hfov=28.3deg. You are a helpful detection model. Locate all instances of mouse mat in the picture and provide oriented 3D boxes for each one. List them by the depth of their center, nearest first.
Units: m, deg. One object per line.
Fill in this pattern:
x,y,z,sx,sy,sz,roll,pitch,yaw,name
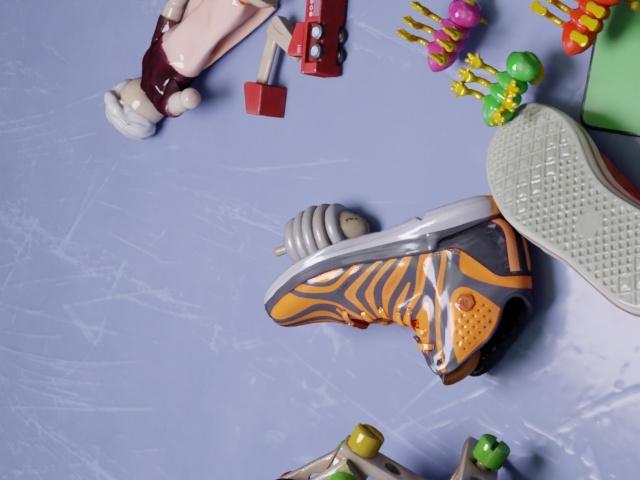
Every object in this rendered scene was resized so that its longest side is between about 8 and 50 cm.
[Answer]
0.350,-0.175,1.264,0.189,0.007,0.153,16,100,44,mouse mat

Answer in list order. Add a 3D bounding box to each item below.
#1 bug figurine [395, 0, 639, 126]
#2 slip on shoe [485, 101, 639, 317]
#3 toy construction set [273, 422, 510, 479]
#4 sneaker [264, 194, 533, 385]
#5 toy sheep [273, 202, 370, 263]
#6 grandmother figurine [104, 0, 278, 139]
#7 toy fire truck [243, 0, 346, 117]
0.200,-0.245,1.357,0.216,0.072,0.279,-57,47,19,bug figurine
0.272,-0.028,1.270,0.123,0.101,0.331,-53,42,14,slip on shoe
0.064,0.278,1.336,0.257,0.309,0.237,46,114,25,toy construction set
0.085,0.082,1.401,0.321,0.124,0.180,-22,75,29,sneaker
0.000,0.000,1.537,0.132,0.091,0.091,-19,75,23,toy sheep
-0.185,-0.250,1.719,0.342,0.104,0.208,-41,35,38,grandmother figurine
-0.031,-0.251,1.599,0.135,0.047,0.192,6,92,45,toy fire truck
